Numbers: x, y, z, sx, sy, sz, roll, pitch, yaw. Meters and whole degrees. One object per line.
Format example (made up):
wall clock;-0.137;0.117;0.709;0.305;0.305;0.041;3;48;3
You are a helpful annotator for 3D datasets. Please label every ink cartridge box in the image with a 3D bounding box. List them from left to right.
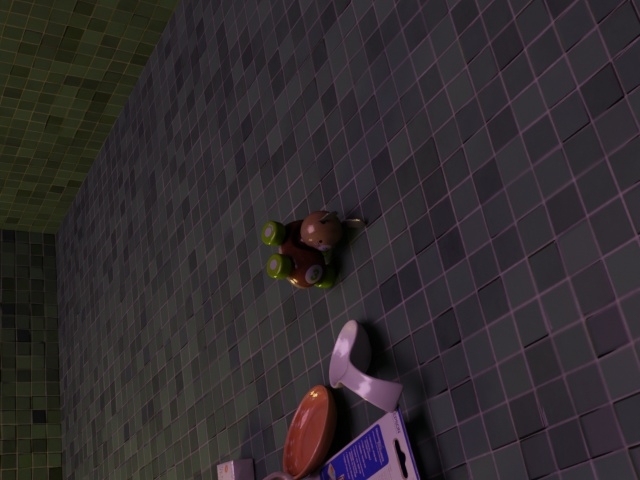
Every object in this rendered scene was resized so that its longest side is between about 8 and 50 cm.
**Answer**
ink cartridge box;0.090;0.459;1.487;0.371;0.069;0.176;-53;42;44

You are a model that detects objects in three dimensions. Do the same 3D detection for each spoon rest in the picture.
spoon rest;0.066;0.233;1.502;0.137;0.084;0.276;-69;19;5

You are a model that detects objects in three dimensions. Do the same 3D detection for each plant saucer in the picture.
plant saucer;-0.018;0.396;1.649;0.200;0.037;0.200;-58;17;30

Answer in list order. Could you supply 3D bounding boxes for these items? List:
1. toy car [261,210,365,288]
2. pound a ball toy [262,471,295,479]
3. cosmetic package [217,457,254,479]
toy car;0.000;0.000;1.650;0.188;0.155;0.149;-34;56;37
pound a ball toy;-0.056;0.609;1.577;0.208;0.135;0.319;45;150;28
cosmetic package;-0.198;0.653;1.932;0.099;0.060;0.239;-34;57;50
